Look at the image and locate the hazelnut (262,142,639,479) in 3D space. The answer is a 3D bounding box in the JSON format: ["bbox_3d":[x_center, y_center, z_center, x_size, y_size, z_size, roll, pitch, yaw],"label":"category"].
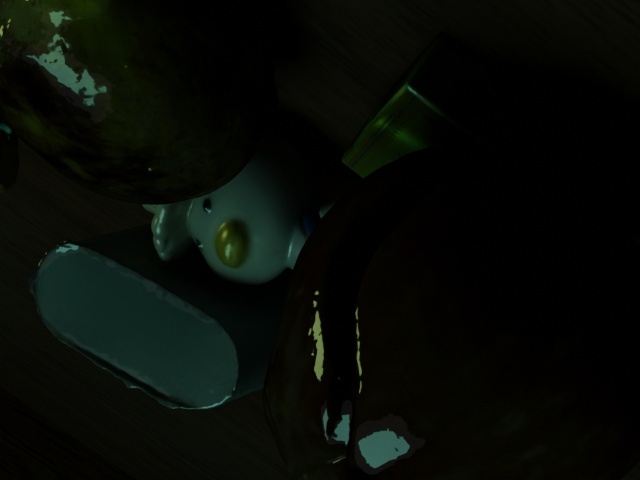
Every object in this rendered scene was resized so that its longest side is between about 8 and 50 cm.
[{"bbox_3d":[0.074,0.067,1.031,0.218,0.218,0.234,30,161,6],"label":"hazelnut"}]

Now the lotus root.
[{"bbox_3d":[-0.117,-0.105,1.125,0.169,0.141,0.314,22,169,17],"label":"lotus root"}]

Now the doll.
[{"bbox_3d":[0.000,0.000,1.287,0.293,0.119,0.138,27,139,17],"label":"doll"}]

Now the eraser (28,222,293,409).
[{"bbox_3d":[-0.074,0.042,1.409,0.174,0.081,0.227,29,-158,22],"label":"eraser"}]

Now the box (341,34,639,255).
[{"bbox_3d":[0.166,0.005,1.124,0.311,0.043,0.173,33,165,-3],"label":"box"}]

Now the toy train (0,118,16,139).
[{"bbox_3d":[-0.286,-0.104,1.176,0.163,0.112,0.203,44,177,22],"label":"toy train"}]

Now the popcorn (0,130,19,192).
[{"bbox_3d":[-0.317,-0.074,1.607,0.152,0.148,0.167,-23,136,14],"label":"popcorn"}]
